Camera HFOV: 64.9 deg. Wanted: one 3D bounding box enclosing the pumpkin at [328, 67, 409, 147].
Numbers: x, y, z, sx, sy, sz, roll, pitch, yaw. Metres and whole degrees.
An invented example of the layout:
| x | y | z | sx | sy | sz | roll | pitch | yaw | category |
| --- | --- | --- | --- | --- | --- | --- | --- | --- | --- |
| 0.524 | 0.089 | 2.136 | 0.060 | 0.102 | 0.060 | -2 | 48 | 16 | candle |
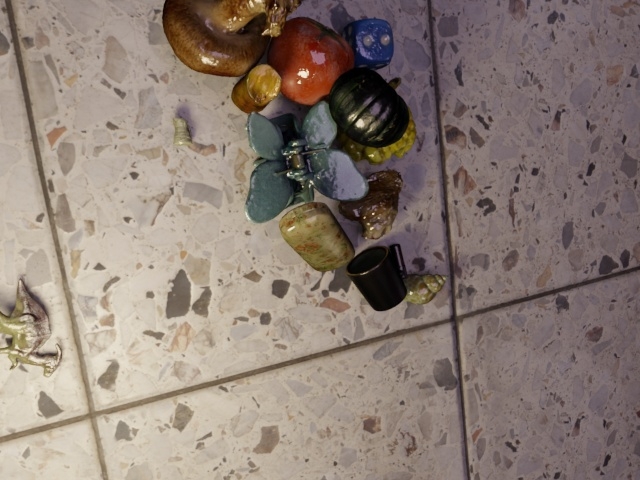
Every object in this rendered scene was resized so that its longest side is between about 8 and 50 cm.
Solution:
| x | y | z | sx | sy | sz | roll | pitch | yaw | category |
| --- | --- | --- | --- | --- | --- | --- | --- | --- | --- |
| 0.148 | -0.384 | 1.437 | 0.216 | 0.250 | 0.250 | -41 | 110 | 17 | pumpkin |

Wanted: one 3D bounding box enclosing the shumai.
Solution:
| x | y | z | sx | sy | sz | roll | pitch | yaw | category |
| --- | --- | --- | --- | --- | --- | --- | --- | --- | --- |
| 0.183 | -0.117 | 1.739 | 0.218 | 0.184 | 0.185 | -53 | 145 | -20 | shumai |

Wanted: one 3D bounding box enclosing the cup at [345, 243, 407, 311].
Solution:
| x | y | z | sx | sy | sz | roll | pitch | yaw | category |
| --- | --- | --- | --- | --- | --- | --- | --- | --- | --- |
| 0.231 | 0.115 | 1.758 | 0.239 | 0.166 | 0.177 | -36 | 110 | -12 | cup |

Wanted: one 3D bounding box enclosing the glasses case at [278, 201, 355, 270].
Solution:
| x | y | z | sx | sy | sz | roll | pitch | yaw | category |
| --- | --- | --- | --- | --- | --- | --- | --- | --- | --- |
| 0.000 | 0.000 | 1.558 | 0.157 | 0.425 | 0.098 | -24 | 66 | 7 | glasses case |

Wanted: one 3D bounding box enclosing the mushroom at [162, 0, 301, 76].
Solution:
| x | y | z | sx | sy | sz | roll | pitch | yaw | category |
| --- | --- | --- | --- | --- | --- | --- | --- | --- | --- |
| -0.265 | -0.616 | 1.389 | 0.334 | 0.356 | 0.331 | 27 | 87 | -14 | mushroom |

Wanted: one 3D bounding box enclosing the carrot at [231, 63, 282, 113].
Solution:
| x | y | z | sx | sy | sz | roll | pitch | yaw | category |
| --- | --- | --- | --- | --- | --- | --- | --- | --- | --- |
| -0.190 | -0.434 | 1.468 | 0.114 | 0.302 | 0.114 | -3 | 99 | -17 | carrot |

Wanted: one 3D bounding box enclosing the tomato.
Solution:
| x | y | z | sx | sy | sz | roll | pitch | yaw | category |
| --- | --- | --- | --- | --- | --- | --- | --- | --- | --- |
| -0.038 | -0.539 | 1.538 | 0.265 | 0.265 | 0.264 | -2 | 96 | -20 | tomato |

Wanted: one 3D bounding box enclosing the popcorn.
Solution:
| x | y | z | sx | sy | sz | roll | pitch | yaw | category |
| --- | --- | --- | --- | --- | --- | --- | --- | --- | --- |
| 0.180 | -0.371 | 1.656 | 0.250 | 0.235 | 0.241 | -33 | 80 | -35 | popcorn |

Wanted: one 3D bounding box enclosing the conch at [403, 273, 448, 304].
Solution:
| x | y | z | sx | sy | sz | roll | pitch | yaw | category |
| --- | --- | --- | --- | --- | --- | --- | --- | --- | --- |
| 0.367 | 0.178 | 1.849 | 0.173 | 0.106 | 0.116 | 9 | 74 | -7 | conch |

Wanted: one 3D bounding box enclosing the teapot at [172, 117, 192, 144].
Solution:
| x | y | z | sx | sy | sz | roll | pitch | yaw | category |
| --- | --- | --- | --- | --- | --- | --- | --- | --- | --- |
| -0.419 | -0.331 | 1.529 | 0.067 | 0.057 | 0.083 | -15 | 99 | -57 | teapot |

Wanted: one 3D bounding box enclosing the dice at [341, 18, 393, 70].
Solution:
| x | y | z | sx | sy | sz | roll | pitch | yaw | category |
| --- | --- | --- | --- | --- | --- | --- | --- | --- | --- |
| 0.153 | -0.639 | 1.659 | 0.146 | 0.146 | 0.143 | -6 | 96 | -20 | dice |

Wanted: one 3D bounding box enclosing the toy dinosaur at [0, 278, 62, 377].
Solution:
| x | y | z | sx | sy | sz | roll | pitch | yaw | category |
| --- | --- | --- | --- | --- | --- | --- | --- | --- | --- |
| -0.846 | 0.264 | 1.419 | 0.162 | 0.077 | 0.294 | -19 | 116 | -22 | toy dinosaur |

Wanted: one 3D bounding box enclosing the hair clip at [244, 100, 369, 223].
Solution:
| x | y | z | sx | sy | sz | roll | pitch | yaw | category |
| --- | --- | --- | --- | --- | --- | --- | --- | --- | --- |
| -0.097 | -0.243 | 1.557 | 0.392 | 0.238 | 0.318 | -16 | 100 | -18 | hair clip |
